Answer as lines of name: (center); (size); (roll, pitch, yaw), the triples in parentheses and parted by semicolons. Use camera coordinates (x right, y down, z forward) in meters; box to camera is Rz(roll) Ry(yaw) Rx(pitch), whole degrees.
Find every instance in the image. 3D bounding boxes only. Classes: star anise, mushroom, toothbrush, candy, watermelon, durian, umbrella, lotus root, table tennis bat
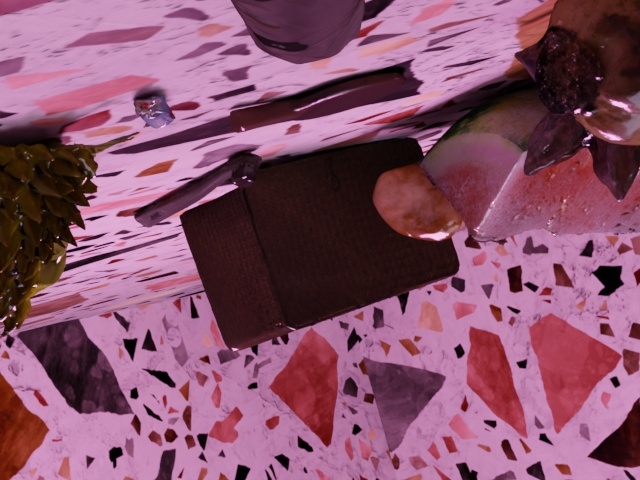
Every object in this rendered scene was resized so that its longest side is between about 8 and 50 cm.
star anise: (0.261, -0.117, 1.184); (0.197, 0.212, 0.073); (0, 138, 3)
mushroom: (0.189, -0.077, 1.700); (0.351, 0.123, 0.095); (-22, 145, -49)
toothbrush: (-0.141, -0.051, 1.602); (0.030, 0.030, 0.297); (16, 162, -26)
candy: (-0.127, -0.096, 1.089); (0.030, 0.020, 0.083); (-17, 175, 4)
watermelon: (0.274, -0.084, 1.580); (0.305, 0.180, 0.224); (0, -174, -35)
durian: (-0.273, -0.023, 1.202); (0.169, 0.157, 0.355); (-52, -172, -18)
umbrella: (-0.015, -0.136, 0.696); (0.073, 0.067, 0.337); (-4, 177, 3)
lotus root: (0.263, -0.144, 1.074); (0.214, 0.138, 0.138); (-9, 175, -10)
table tennis bat: (0.013, -0.073, 1.260); (0.170, 0.119, 0.107); (-15, 176, -29)

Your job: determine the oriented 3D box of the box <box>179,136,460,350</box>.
box: (0.001, -0.001, 1.688); (0.273, 0.184, 0.143); (-17, 178, -38)
